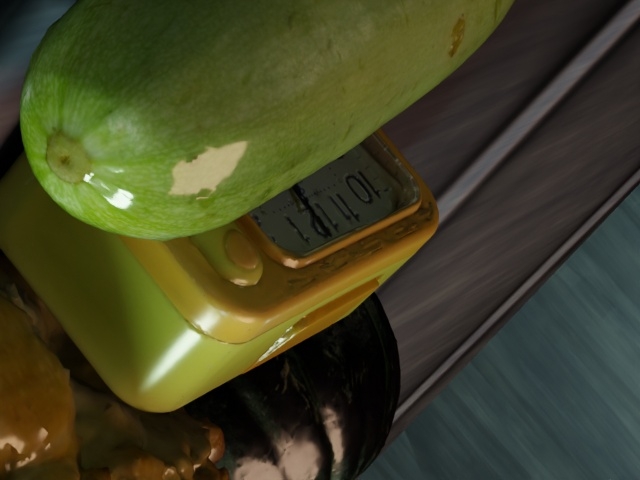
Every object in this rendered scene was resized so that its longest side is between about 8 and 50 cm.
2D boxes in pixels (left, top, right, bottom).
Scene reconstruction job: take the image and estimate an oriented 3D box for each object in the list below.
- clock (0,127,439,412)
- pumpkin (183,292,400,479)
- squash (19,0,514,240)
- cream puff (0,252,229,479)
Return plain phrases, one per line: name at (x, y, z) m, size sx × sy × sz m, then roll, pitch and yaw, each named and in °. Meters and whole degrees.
clock at (-0.046, -0.015, 0.925) m, size 0.096 × 0.143 × 0.202 m, roll -47°, pitch 168°, yaw 33°
pumpkin at (-0.059, 0.113, 1.198) m, size 0.250 × 0.216 × 0.250 m, roll -32°, pitch 171°, yaw -5°
squash at (0.007, -0.106, 0.857) m, size 0.370 × 0.118 × 0.118 m, roll -37°, pitch 169°, yaw -45°
cream puff at (-0.179, 0.164, 0.931) m, size 0.327 × 0.231 × 0.343 m, roll -32°, pitch 165°, yaw -30°
